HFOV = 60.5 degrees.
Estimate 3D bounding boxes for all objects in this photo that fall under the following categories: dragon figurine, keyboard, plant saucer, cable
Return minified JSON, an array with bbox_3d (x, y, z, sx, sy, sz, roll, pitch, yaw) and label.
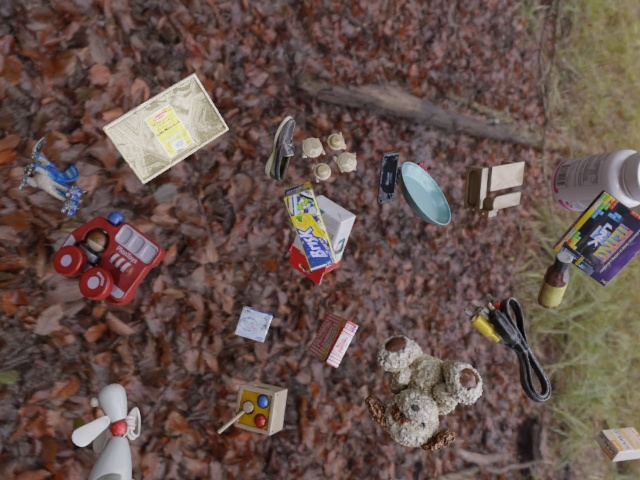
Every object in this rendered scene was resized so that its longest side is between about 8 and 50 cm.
[{"bbox_3d":[-0.683,-0.162,1.415,0.144,0.289,0.085,27,105,-36],"label":"dragon figurine"},{"bbox_3d":[0.239,-0.218,1.901,0.108,0.023,0.180,-14,119,-35],"label":"keyboard"},{"bbox_3d":[0.163,-0.071,0.880,0.119,0.021,0.119,31,40,-30],"label":"plant saucer"},{"bbox_3d":[0.485,0.259,1.376,0.140,0.072,0.287,-26,79,-30],"label":"cable"}]

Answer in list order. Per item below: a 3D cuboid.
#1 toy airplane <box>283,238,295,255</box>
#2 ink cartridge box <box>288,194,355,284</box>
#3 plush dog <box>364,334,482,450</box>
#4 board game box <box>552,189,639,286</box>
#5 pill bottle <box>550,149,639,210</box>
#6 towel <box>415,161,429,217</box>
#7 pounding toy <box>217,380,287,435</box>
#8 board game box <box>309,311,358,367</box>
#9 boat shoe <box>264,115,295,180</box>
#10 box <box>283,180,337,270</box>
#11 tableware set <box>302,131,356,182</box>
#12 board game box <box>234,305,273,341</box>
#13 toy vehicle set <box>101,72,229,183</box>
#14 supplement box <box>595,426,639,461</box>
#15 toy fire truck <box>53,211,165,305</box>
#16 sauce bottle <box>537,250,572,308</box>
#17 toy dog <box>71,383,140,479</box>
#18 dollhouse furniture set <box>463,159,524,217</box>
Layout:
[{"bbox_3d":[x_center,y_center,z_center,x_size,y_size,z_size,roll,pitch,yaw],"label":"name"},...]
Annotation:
[{"bbox_3d":[-0.081,-0.002,1.925,0.028,0.151,0.151,43,46,5],"label":"toy airplane"},{"bbox_3d":[0.000,0.000,1.628,0.078,0.134,0.230,-26,143,-49],"label":"ink cartridge box"},{"bbox_3d":[0.235,0.391,1.353,0.225,0.263,0.210,-61,165,-21],"label":"plush dog"},{"bbox_3d":[0.639,-0.005,1.240,0.170,0.141,0.048,-56,166,22],"label":"board game box"},{"bbox_3d":[0.809,-0.167,1.538,0.161,0.283,0.160,0,90,-22],"label":"pill bottle"},{"bbox_3d":[0.360,-0.175,1.983,0.031,0.275,0.198,-29,93,-8],"label":"towel"},{"bbox_3d":[-0.179,0.449,1.447,0.100,0.141,0.130,16,81,-67],"label":"pounding toy"},{"bbox_3d":[0.040,0.319,1.783,0.045,0.193,0.146,30,81,-15],"label":"board game box"},{"bbox_3d":[-0.080,-0.205,1.243,0.056,0.049,0.152,-34,150,-53],"label":"boat shoe"},{"bbox_3d":[-0.020,-0.027,1.094,0.054,0.059,0.168,-101,172,-66],"label":"box"},{"bbox_3d":[0.027,-0.267,1.725,0.169,0.020,0.141,-18,84,-14],"label":"tableware set"},{"bbox_3d":[-0.196,0.245,1.613,0.090,0.020,0.090,18,104,-8],"label":"board game box"},{"bbox_3d":[-0.388,-0.284,1.393,0.267,0.035,0.165,-36,115,-13],"label":"toy vehicle set"},{"bbox_3d":[0.701,0.471,1.272,0.099,0.062,0.036,1,123,-19],"label":"supplement box"},{"bbox_3d":[-0.669,0.048,1.743,0.253,0.302,0.169,-53,162,-5],"label":"toy fire truck"},{"bbox_3d":[0.409,0.069,0.952,0.128,0.042,0.042,83,29,-50],"label":"sauce bottle"},{"bbox_3d":[-0.577,0.564,1.434,0.220,0.161,0.333,88,-11,-47],"label":"toy dog"},{"bbox_3d":[0.397,-0.128,1.365,0.123,0.151,0.143,-13,111,-35],"label":"dollhouse furniture set"}]
